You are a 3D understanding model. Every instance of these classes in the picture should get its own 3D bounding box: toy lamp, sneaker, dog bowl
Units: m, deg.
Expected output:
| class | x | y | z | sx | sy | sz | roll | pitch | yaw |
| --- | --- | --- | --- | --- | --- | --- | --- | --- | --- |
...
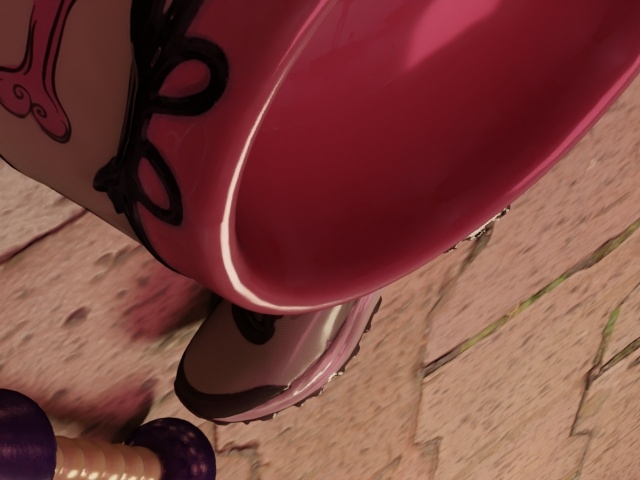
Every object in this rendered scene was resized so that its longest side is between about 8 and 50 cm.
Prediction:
| class | x | y | z | sx | sy | sz | roll | pitch | yaw |
| --- | --- | --- | --- | --- | --- | --- | --- | --- | --- |
| toy lamp | -0.150 | 0.132 | 1.173 | 0.080 | 0.080 | 0.275 | -48 | 156 | 10 |
| sneaker | 0.000 | 0.000 | 1.198 | 0.271 | 0.100 | 0.108 | -46 | 133 | 14 |
| dog bowl | 0.036 | -0.134 | 0.933 | 0.408 | 0.150 | 0.408 | -36 | 155 | -19 |
